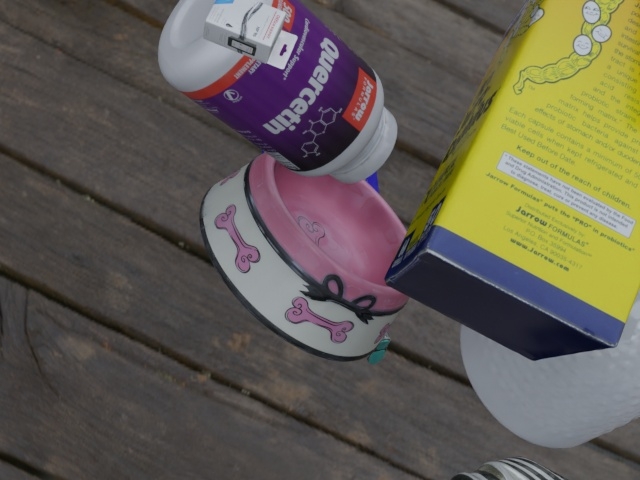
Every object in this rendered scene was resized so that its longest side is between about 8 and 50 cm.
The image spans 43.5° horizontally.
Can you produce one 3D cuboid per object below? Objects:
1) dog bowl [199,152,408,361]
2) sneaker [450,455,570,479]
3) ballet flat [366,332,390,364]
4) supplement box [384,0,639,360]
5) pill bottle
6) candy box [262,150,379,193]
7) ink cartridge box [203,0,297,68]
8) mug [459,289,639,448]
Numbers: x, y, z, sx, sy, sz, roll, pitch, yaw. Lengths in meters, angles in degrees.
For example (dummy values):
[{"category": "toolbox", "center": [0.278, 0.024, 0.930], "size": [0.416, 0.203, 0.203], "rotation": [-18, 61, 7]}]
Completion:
[{"category": "dog bowl", "center": [0.000, 0.000, 1.394], "size": [0.408, 0.150, 0.408], "rotation": [33, 30, -22]}, {"category": "sneaker", "center": [0.449, 0.588, 1.465], "size": [0.257, 0.169, 0.447], "rotation": [-12, 59, -35]}, {"category": "ballet flat", "center": [0.121, 0.220, 1.692], "size": [0.041, 0.114, 0.041], "rotation": [6, 54, -9]}, {"category": "supplement box", "center": [0.240, -0.081, 0.827], "size": [0.195, 0.194, 0.356], "rotation": [28, 76, 0]}, {"category": "pill bottle", "center": [-0.041, -0.204, 1.055], "size": [0.323, 0.181, 0.181], "rotation": [33, 52, -40]}, {"category": "candy box", "center": [0.010, -0.129, 1.775], "size": [0.122, 0.317, 0.268], "rotation": [15, 40, 31]}, {"category": "ink cartridge box", "center": [-0.065, -0.203, 0.770], "size": [0.083, 0.028, 0.048], "rotation": [21, 62, -3]}, {"category": "mug", "center": [0.443, 0.110, 1.157], "size": [0.374, 0.328, 0.276], "rotation": [-1, 59, -29]}]
